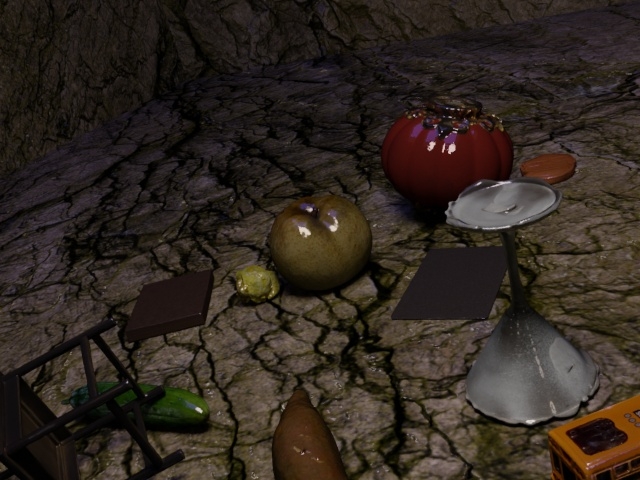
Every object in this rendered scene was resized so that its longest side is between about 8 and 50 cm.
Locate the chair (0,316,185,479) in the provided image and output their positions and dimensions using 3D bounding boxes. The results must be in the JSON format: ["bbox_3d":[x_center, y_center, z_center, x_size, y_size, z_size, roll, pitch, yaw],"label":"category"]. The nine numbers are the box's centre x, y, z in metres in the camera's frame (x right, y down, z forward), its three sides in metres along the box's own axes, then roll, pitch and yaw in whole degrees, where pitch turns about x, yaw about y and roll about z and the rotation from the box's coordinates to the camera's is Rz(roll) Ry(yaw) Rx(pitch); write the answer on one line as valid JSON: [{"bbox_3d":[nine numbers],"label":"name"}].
[{"bbox_3d":[-0.308,0.222,0.847,0.260,0.155,0.141,-29,36,-6],"label":"chair"}]

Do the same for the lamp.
[{"bbox_3d":[0.217,-0.139,1.315,0.226,0.227,0.227,-13,22,6],"label":"lamp"}]

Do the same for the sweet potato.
[{"bbox_3d":[-0.020,0.221,0.797,0.077,0.077,0.244,-19,19,-8],"label":"sweet potato"}]

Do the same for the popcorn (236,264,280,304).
[{"bbox_3d":[-0.099,0.070,1.221,0.083,0.060,0.068,-4,-19,-40],"label":"popcorn"}]

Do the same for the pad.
[{"bbox_3d":[0.198,0.059,1.119,0.143,0.003,0.211,-3,25,28],"label":"pad"}]

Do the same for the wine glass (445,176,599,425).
[{"bbox_3d":[0.208,0.059,0.811,0.156,0.232,0.156,-13,23,6],"label":"wine glass"}]

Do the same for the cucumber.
[{"bbox_3d":[-0.240,0.209,0.988,0.250,0.056,0.056,0,27,27],"label":"cucumber"}]

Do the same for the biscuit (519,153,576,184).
[{"bbox_3d":[0.418,-0.134,1.406,0.102,0.019,0.130,-6,23,20],"label":"biscuit"}]

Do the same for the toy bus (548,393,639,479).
[{"bbox_3d":[0.301,0.177,0.662,0.194,0.088,0.083,-19,22,-8],"label":"toy bus"}]

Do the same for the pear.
[{"bbox_3d":[0.000,0.000,1.210,0.167,0.137,0.167,-11,28,6],"label":"pear"}]

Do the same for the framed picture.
[{"bbox_3d":[-0.247,0.105,1.276,0.128,0.023,0.168,-14,22,3],"label":"framed picture"}]
